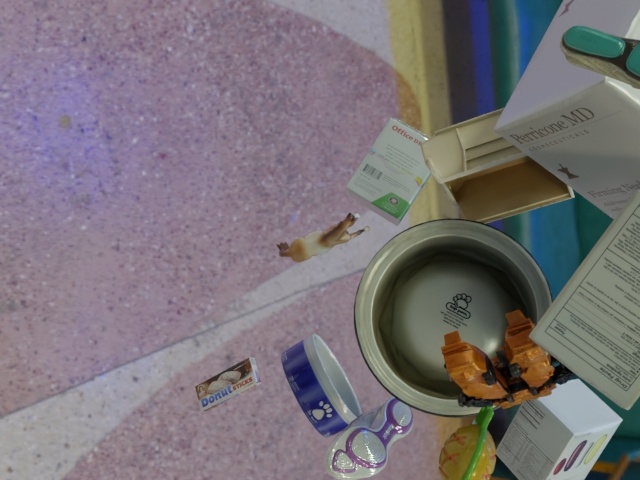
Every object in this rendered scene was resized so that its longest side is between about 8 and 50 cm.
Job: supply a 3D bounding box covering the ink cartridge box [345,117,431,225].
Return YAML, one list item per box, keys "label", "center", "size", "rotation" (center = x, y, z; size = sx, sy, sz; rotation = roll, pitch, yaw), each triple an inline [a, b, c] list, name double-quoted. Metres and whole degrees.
- label: "ink cartridge box"
  center: [0.181, -0.167, 1.947]
  size: [0.212, 0.154, 0.093]
  rotation: [-58, 171, -7]

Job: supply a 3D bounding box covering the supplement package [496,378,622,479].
- label: "supplement package"
  center: [0.561, 0.463, 1.894]
  size: [0.194, 0.149, 0.203]
  rotation: [-4, 125, -36]

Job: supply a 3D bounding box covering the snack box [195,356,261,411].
- label: "snack box"
  center: [-0.214, 0.333, 1.849]
  size: [0.022, 0.178, 0.064]
  rotation: [14, 51, -54]

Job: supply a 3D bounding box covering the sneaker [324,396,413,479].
- label: "sneaker"
  center: [0.094, 0.466, 1.814]
  size: [0.305, 0.152, 0.114]
  rotation: [-21, 77, -52]

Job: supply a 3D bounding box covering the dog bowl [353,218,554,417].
- label: "dog bowl"
  center: [0.279, 0.168, 1.699]
  size: [0.150, 0.408, 0.408]
  rotation: [56, 42, -75]

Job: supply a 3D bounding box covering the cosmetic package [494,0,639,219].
- label: "cosmetic package"
  center: [0.589, -0.240, 1.364]
  size: [0.393, 0.329, 0.327]
  rotation: [33, 76, -12]

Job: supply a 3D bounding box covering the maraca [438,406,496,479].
- label: "maraca"
  center: [0.279, 0.387, 1.485]
  size: [0.186, 0.099, 0.127]
  rotation: [-62, 179, -24]

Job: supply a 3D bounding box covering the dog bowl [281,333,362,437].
- label: "dog bowl"
  center: [0.003, 0.390, 2.153]
  size: [0.265, 0.104, 0.265]
  rotation: [58, 6, -10]

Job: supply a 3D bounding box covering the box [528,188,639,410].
- label: "box"
  center: [0.401, 0.074, 1.018]
  size: [0.232, 0.148, 0.127]
  rotation: [-57, 157, 12]

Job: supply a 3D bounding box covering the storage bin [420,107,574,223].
- label: "storage bin"
  center: [0.376, -0.153, 1.693]
  size: [0.262, 0.260, 0.123]
  rotation: [40, 36, -60]

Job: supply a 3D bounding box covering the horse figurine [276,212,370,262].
- label: "horse figurine"
  center: [0.000, 0.000, 1.906]
  size: [0.174, 0.263, 0.066]
  rotation: [-18, 87, -68]

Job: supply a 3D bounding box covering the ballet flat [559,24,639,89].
- label: "ballet flat"
  center: [0.363, -0.210, 0.946]
  size: [0.057, 0.168, 0.052]
  rotation: [-52, 149, -7]

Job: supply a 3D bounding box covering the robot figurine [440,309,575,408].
- label: "robot figurine"
  center: [0.304, 0.203, 1.295]
  size: [0.291, 0.211, 0.085]
  rotation: [42, 31, -59]
